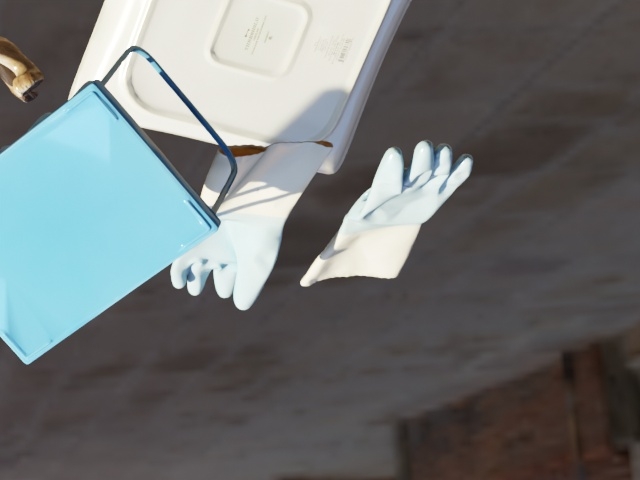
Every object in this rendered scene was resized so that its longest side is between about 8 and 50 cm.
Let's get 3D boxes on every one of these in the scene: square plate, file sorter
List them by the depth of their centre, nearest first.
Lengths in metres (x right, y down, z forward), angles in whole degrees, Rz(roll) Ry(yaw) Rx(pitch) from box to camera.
[{"bbox_3d":[-0.154,-0.027,1.194,0.170,0.118,0.104,-34,-166,23],"label":"file sorter"},{"bbox_3d":[-0.072,-0.246,2.091,0.344,0.049,0.347,14,119,-20],"label":"square plate"}]

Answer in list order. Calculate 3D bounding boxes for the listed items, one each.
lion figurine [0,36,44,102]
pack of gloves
[{"bbox_3d":[-0.448,-0.170,1.738,0.142,0.240,0.392,-44,174,30],"label":"lion figurine"},{"bbox_3d":[0.000,0.000,1.344,0.195,0.046,0.232,-3,155,-17],"label":"pack of gloves"}]
